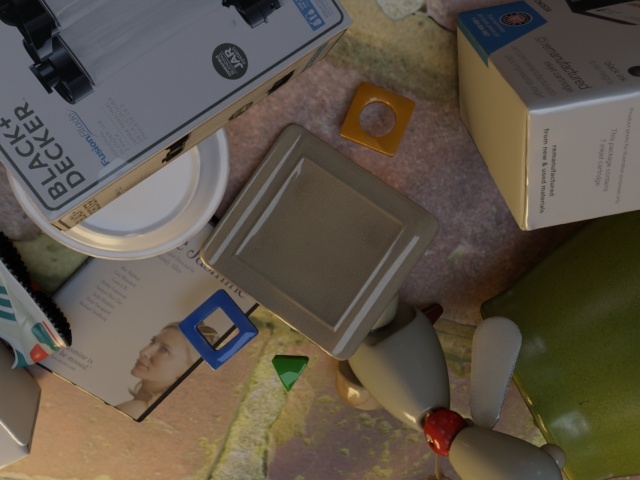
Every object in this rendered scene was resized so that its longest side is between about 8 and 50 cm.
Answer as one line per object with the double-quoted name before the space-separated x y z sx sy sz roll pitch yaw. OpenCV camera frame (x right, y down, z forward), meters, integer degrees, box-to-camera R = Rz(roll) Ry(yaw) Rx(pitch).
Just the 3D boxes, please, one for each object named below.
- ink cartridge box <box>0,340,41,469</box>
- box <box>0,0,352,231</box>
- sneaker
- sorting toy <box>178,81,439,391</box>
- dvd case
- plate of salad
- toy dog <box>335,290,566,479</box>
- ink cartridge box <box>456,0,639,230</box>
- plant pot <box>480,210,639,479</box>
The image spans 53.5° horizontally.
"ink cartridge box" -0.454 0.175 0.623 0.273 0.115 0.198 -27 119 -3
"box" -0.140 -0.156 0.514 0.290 0.087 0.169 -36 98 -14
"sneaker" -0.321 0.057 0.627 0.075 0.057 0.161 -33 106 -6
"sorting toy" 0.000 0.000 0.679 0.196 0.047 0.347 35 90 3
"dvd case" -0.187 0.076 0.708 0.253 0.022 0.180 -45 117 6
"plate of salad" -0.186 -0.077 0.595 0.200 0.048 0.199 -5 113 -12
"toy dog" 0.143 0.156 0.705 0.161 0.333 0.220 -19 144 -26
"ink cartridge box" 0.306 -0.147 0.593 0.308 0.223 0.129 -11 128 2
"plant pot" 0.393 0.103 0.732 0.353 0.366 0.366 -28 119 11
